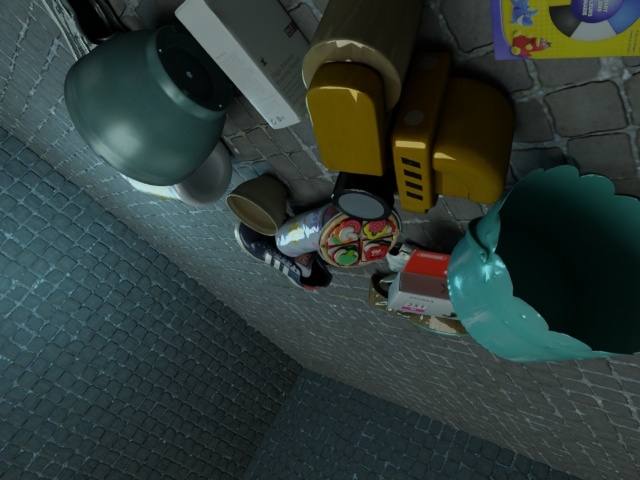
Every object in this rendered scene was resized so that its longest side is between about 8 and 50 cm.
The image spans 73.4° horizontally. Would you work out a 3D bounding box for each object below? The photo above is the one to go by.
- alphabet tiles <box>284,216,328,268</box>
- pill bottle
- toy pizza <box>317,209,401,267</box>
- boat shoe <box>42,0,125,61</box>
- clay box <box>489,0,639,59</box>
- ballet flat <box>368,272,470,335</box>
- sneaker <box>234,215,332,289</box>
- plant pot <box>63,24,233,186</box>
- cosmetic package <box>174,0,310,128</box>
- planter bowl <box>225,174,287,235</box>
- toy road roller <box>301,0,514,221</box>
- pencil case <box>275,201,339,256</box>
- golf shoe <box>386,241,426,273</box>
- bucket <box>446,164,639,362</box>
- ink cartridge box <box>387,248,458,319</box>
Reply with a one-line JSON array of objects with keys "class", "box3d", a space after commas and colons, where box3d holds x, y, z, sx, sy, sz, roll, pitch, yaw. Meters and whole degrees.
[{"class": "alphabet tiles", "box3d": [-0.131, -0.012, 1.413, 0.342, 0.011, 0.285, 45, 156, -25]}, {"class": "pill bottle", "box3d": [-0.416, -0.208, 1.181, 0.333, 0.188, 0.188, 15, 151, 36]}, {"class": "toy pizza", "box3d": [0.092, -0.001, 0.984, 0.201, 0.032, 0.201, -9, 136, -9]}, {"class": "boat shoe", "box3d": [-0.466, -0.421, 0.920, 0.099, 0.116, 0.320, 20, 149, 36]}, {"class": "clay box", "box3d": [0.280, -0.243, 0.407, 0.221, 0.053, 0.127, 16, 152, 36]}, {"class": "ballet flat", "box3d": [0.258, 0.154, 1.160, 0.342, 0.116, 0.124, 15, 128, 50]}, {"class": "sneaker", "box3d": [-0.094, 0.036, 1.283, 0.350, 0.131, 0.148, 38, 161, -34]}, {"class": "plant pot", "box3d": [-0.295, -0.278, 0.827, 0.196, 0.293, 0.293, -24, 124, 32]}, {"class": "cosmetic package", "box3d": [-0.097, -0.306, 0.681, 0.085, 0.117, 0.231, 1, 143, 50]}, {"class": "planter bowl", "box3d": [-0.156, -0.106, 1.152, 0.161, 0.109, 0.162, 26, 156, 13]}, {"class": "toy road roller", "box3d": [0.134, -0.168, 0.572, 0.240, 0.203, 0.330, 9, 155, 20]}, {"class": "pencil case", "box3d": [-0.015, -0.024, 1.125, 0.124, 0.114, 0.273, -2, 174, -30]}, {"class": "golf shoe", "box3d": [0.224, 0.043, 1.027, 0.176, 0.069, 0.086, 3, 137, 46]}, {"class": "bucket", "box3d": [0.338, 0.047, 0.639, 0.281, 0.281, 0.183, 32, 155, 1]}, {"class": "ink cartridge box", "box3d": [0.308, 0.114, 0.954, 0.274, 0.060, 0.239, 9, 156, 0]}]
